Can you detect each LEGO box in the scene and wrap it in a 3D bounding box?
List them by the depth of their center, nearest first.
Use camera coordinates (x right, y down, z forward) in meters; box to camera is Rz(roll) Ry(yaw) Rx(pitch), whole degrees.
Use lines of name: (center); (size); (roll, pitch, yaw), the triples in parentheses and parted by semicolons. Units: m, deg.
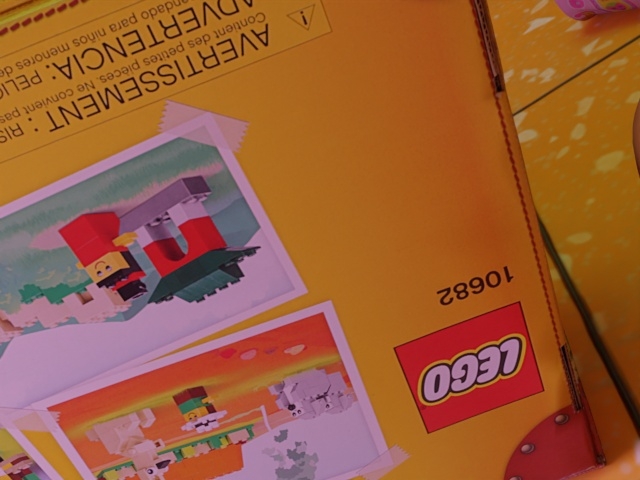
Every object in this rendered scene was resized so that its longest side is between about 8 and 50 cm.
LEGO box: (-0.136, 0.033, 0.494); (0.500, 0.372, 0.193); (-21, 34, 3)

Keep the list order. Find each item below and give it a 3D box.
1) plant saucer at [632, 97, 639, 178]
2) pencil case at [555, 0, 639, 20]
plant saucer: (0.326, -0.046, 0.413); (0.332, 0.084, 0.332); (-16, 31, 10)
pencil case: (0.359, -0.303, 0.846); (0.284, 0.124, 0.124); (-8, 39, 48)
